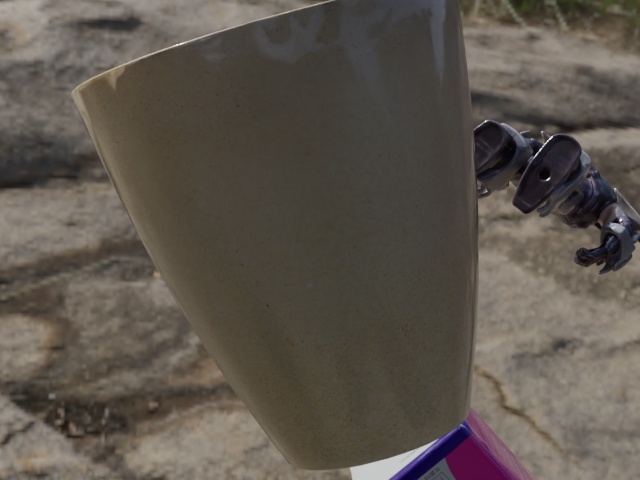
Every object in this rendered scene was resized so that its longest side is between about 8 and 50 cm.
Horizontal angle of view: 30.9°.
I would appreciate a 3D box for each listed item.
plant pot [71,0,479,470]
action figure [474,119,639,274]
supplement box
[{"bbox_3d":[0.000,0.000,0.763,0.257,0.273,0.256,-16,6,2],"label":"plant pot"},{"bbox_3d":[0.224,-0.051,1.135,0.185,0.099,0.285,35,10,28],"label":"action figure"},{"bbox_3d":[0.138,0.242,0.973,0.220,0.111,0.114,48,7,-12],"label":"supplement box"}]
